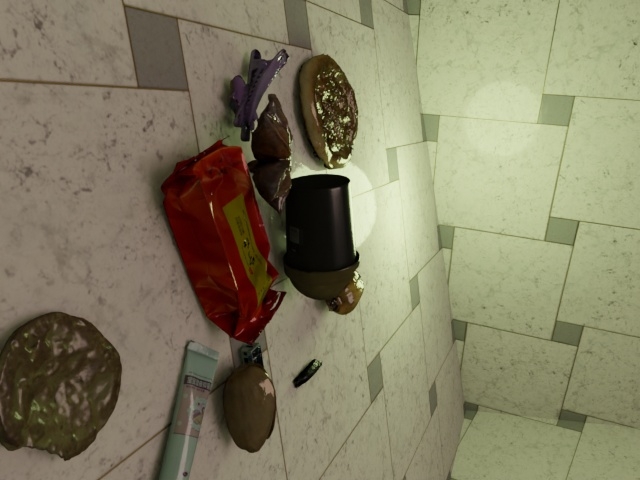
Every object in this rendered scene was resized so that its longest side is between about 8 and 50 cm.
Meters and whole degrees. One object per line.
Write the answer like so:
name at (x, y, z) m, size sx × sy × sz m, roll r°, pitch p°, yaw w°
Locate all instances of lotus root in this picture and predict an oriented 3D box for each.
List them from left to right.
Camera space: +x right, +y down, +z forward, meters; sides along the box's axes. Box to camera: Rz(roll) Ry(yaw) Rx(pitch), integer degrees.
lotus root at (0.070, 0.168, 1.691) m, size 0.125 × 0.118 × 0.221 m, roll 48°, pitch 38°, yaw -5°

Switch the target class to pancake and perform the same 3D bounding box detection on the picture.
pancake at (-0.397, 0.222, 0.806) m, size 0.236 × 0.042 × 0.223 m, roll 22°, pitch 64°, yaw -65°
pancake at (0.036, -0.414, 1.719) m, size 0.382 × 0.071 × 0.383 m, roll 10°, pitch 79°, yaw -63°

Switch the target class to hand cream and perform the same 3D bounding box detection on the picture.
hand cream at (-0.271, 0.371, 1.050) m, size 0.085 × 0.058 × 0.332 m, roll 34°, pitch 51°, yaw -39°

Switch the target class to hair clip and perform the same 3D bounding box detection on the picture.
hair clip at (-0.165, -0.361, 1.297) m, size 0.137 × 0.090 × 0.279 m, roll 72°, pitch 35°, yaw -55°

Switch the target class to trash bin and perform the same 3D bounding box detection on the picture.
trash bin at (0.000, 0.000, 1.428) m, size 0.214 × 0.214 × 0.334 m, roll -37°, pitch 128°, yaw -59°

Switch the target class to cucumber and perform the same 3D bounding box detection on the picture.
cucumber at (-0.036, 0.389, 1.545) m, size 0.135 × 0.034 × 0.033 m, roll -39°, pitch 127°, yaw -59°

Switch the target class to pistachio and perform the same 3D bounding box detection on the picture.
pistachio at (-0.155, 0.374, 1.195) m, size 0.129 × 0.131 × 0.206 m, roll -26°, pitch 115°, yaw -53°

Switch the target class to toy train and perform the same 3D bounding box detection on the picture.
toy train at (-0.153, 0.352, 1.291) m, size 0.043 × 0.047 × 0.208 m, roll -36°, pitch 121°, yaw -58°

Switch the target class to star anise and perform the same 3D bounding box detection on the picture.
star anise at (-0.117, -0.184, 1.233) m, size 0.350 × 0.108 × 0.293 m, roll -94°, pitch -167°, yaw -62°

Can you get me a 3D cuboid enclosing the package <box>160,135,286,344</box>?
package at (-0.202, 0.001, 1.132) m, size 0.196 × 0.123 × 0.424 m, roll -54°, pitch 135°, yaw -52°
